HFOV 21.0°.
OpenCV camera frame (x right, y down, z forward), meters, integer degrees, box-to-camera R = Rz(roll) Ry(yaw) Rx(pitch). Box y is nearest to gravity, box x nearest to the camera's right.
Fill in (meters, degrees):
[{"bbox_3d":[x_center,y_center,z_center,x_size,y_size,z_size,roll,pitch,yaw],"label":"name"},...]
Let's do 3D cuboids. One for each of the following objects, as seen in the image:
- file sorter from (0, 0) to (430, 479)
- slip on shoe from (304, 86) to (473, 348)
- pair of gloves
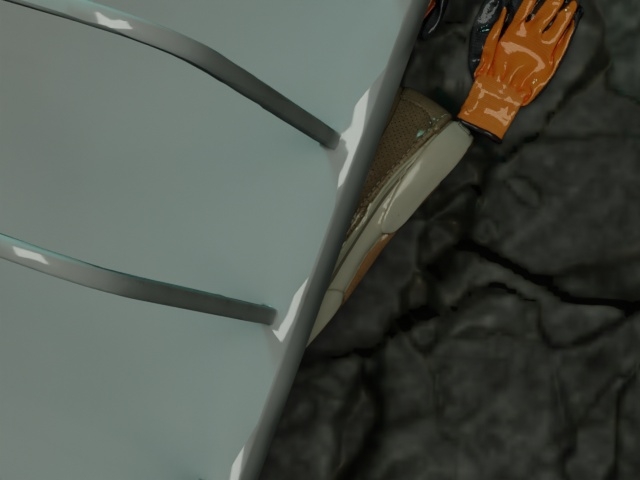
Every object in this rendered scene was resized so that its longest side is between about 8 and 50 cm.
[{"bbox_3d":[-0.114,-0.010,0.557,0.193,0.173,0.277,19,89,21],"label":"file sorter"},{"bbox_3d":[0.000,0.000,0.636,0.041,0.051,0.135,40,87,-3],"label":"slip on shoe"},{"bbox_3d":[0.055,-0.086,0.657,0.083,0.010,0.074,32,90,3],"label":"pair of gloves"}]
